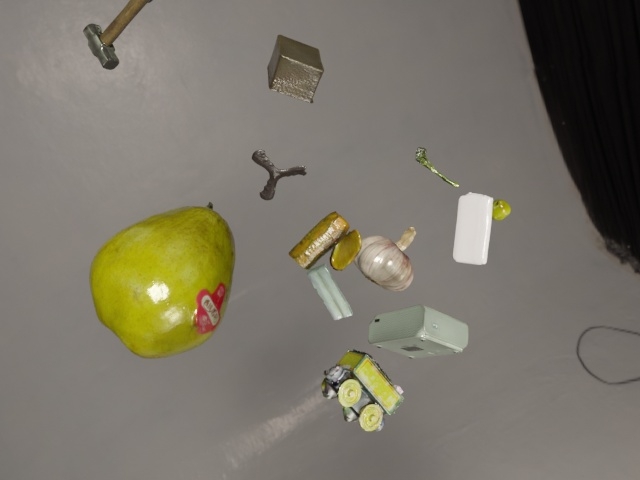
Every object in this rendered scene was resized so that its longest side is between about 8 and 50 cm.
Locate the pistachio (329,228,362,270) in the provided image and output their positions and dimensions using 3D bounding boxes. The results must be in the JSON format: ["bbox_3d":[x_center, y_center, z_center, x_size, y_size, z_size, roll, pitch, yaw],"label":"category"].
[{"bbox_3d":[0.080,0.021,1.545,0.049,0.090,0.173,-18,-26,-44],"label":"pistachio"}]

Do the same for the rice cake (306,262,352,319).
[{"bbox_3d":[0.036,0.195,1.924,0.085,0.226,0.040,-25,13,18],"label":"rice cake"}]

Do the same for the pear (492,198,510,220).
[{"bbox_3d":[0.730,-0.129,2.107,0.092,0.097,0.092,-2,58,3],"label":"pear"}]

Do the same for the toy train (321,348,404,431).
[{"bbox_3d":[0.124,0.466,1.603,0.177,0.261,0.134,-46,19,-23],"label":"toy train"}]

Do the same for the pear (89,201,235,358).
[{"bbox_3d":[-0.312,0.068,1.092,0.287,0.287,0.375,-4,52,41],"label":"pear"}]

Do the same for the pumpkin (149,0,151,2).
[{"bbox_3d":[-0.555,-0.806,1.520,0.140,0.202,0.202,-42,22,3],"label":"pumpkin"}]

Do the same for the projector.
[{"bbox_3d":[0.304,0.295,1.616,0.250,0.198,0.108,-25,49,49],"label":"projector"}]

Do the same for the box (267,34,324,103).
[{"bbox_3d":[-0.098,-0.666,1.996,0.184,0.143,0.273,15,34,-17],"label":"box"}]

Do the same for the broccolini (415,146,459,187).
[{"bbox_3d":[0.381,-0.238,1.705,0.054,0.194,0.052,-57,17,-4],"label":"broccolini"}]

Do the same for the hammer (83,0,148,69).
[{"bbox_3d":[-0.430,-0.559,1.215,0.365,0.111,0.043,-32,-7,28],"label":"hammer"}]

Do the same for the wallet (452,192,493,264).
[{"bbox_3d":[0.404,-0.032,1.368,0.095,0.190,0.033,5,3,32],"label":"wallet"}]

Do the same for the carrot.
[{"bbox_3d":[0.000,0.000,1.382,0.173,0.082,0.082,-43,22,5],"label":"carrot"}]

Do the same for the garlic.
[{"bbox_3d":[0.257,0.050,1.877,0.253,0.245,0.245,-52,24,2],"label":"garlic"}]

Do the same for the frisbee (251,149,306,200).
[{"bbox_3d":[-0.140,-0.236,1.803,0.187,0.211,0.012,-10,41,3],"label":"frisbee"}]
